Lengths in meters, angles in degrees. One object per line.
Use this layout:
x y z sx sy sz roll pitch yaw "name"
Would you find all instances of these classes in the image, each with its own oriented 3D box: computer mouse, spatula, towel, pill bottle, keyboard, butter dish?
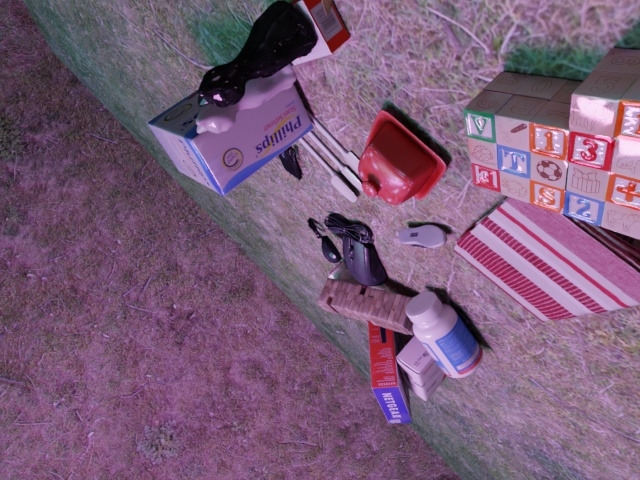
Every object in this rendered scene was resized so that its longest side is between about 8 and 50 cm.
0.000 0.000 1.401 0.071 0.041 0.242 63 173 -35 "computer mouse"
0.019 -0.201 1.052 0.242 0.019 0.168 46 163 1 "spatula"
0.108 0.051 1.315 0.188 0.072 0.272 24 152 49 "computer mouse"
0.365 0.034 0.729 0.237 0.037 0.329 42 167 10 "towel"
0.322 0.244 1.162 0.221 0.124 0.124 52 162 -18 "pill bottle"
-0.091 -0.243 1.211 0.108 0.023 0.180 40 163 39 "keyboard"
0.124 -0.126 0.812 0.160 0.118 0.160 43 162 8 "butter dish"

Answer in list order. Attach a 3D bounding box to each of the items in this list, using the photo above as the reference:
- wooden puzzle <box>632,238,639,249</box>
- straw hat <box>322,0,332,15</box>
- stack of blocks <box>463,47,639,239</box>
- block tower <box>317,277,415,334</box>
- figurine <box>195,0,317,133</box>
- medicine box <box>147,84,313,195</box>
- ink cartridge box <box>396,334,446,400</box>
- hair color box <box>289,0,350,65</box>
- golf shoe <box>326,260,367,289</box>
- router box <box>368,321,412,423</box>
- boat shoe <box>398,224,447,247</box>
0.451 0.023 0.564 0.116 0.014 0.078 54 157 -23 "wooden puzzle"
0.029 -0.373 0.572 0.061 0.144 0.144 -4 145 10 "straw hat"
0.310 -0.106 0.479 0.297 0.087 0.171 30 156 42 "stack of blocks"
0.145 0.198 1.352 0.335 0.097 0.091 8 155 37 "block tower"
-0.130 -0.270 0.750 0.092 0.209 0.215 47 163 -8 "figurine"
-0.213 -0.264 1.021 0.289 0.263 0.149 27 153 49 "medicine box"
0.331 0.379 1.378 0.092 0.158 0.218 32 157 36 "ink cartridge box"
-0.033 -0.362 0.761 0.167 0.053 0.093 17 148 55 "hair color box"
0.106 0.200 1.590 0.140 0.115 0.306 34 160 26 "golf shoe"
0.236 0.415 1.498 0.082 0.301 0.335 -9 138 13 "router box"
0.229 -0.007 0.967 0.040 0.049 0.142 17 175 -28 "boat shoe"
